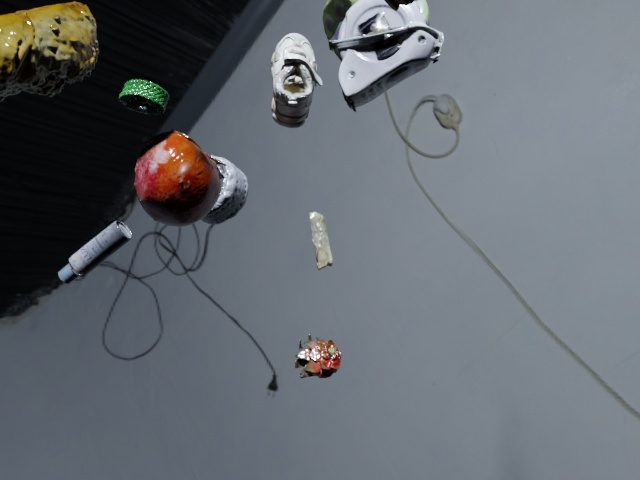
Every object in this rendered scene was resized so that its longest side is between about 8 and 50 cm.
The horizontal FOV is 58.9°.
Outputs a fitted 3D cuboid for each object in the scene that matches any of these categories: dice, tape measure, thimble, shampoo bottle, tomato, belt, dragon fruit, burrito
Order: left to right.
[{"bbox_3d":[-0.610,0.035,1.528,0.214,0.072,0.072,-38,66,2],"label":"shampoo bottle"},{"bbox_3d":[-0.536,-0.422,1.706,0.151,0.121,0.079,9,74,24],"label":"belt"},{"bbox_3d":[-0.455,-0.191,1.781,0.308,0.170,0.309,-1,92,-13],"label":"tomato"},{"bbox_3d":[-0.399,-0.187,2.118,0.217,0.157,0.245,36,88,24],"label":"thimble"},{"bbox_3d":[-0.004,0.371,1.776,0.142,0.130,0.121,10,99,18],"label":"dragon fruit"},{"bbox_3d":[0.001,-0.001,1.669,0.042,0.051,0.171,137,124,-65],"label":"burrito"},{"bbox_3d":[0.175,-0.698,1.807,0.252,0.249,0.254,59,158,0],"label":"dice"},{"bbox_3d":[0.127,-0.415,1.193,0.236,0.120,0.197,-27,79,15],"label":"tape measure"}]

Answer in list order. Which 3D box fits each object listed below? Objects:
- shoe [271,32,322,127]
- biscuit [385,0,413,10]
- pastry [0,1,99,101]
[{"bbox_3d":[-0.083,-0.591,2.006,0.171,0.198,0.351,1,79,-9],"label":"shoe"},{"bbox_3d":[0.148,-0.462,0.906,0.224,0.144,0.033,-9,46,56],"label":"biscuit"},{"bbox_3d":[-0.566,-0.348,1.075,0.255,0.311,0.162,10,121,34],"label":"pastry"}]
